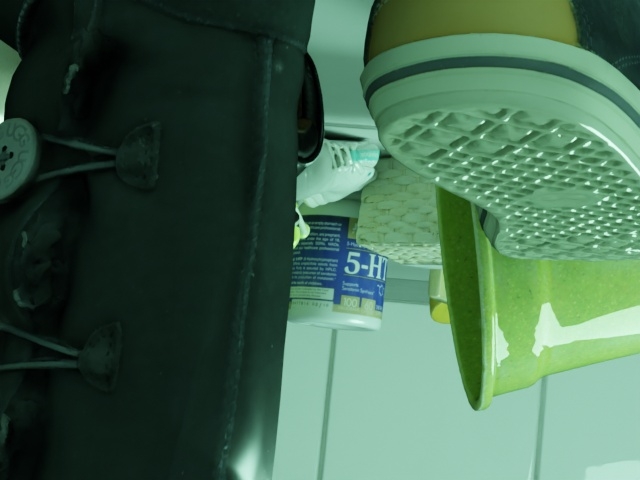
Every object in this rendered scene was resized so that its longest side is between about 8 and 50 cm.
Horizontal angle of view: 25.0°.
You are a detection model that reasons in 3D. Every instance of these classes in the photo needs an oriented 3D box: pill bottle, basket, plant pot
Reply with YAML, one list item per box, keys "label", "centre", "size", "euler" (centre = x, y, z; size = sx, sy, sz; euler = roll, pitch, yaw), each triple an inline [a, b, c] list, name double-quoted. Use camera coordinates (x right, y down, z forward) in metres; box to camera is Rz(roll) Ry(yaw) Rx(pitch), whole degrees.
- label: "pill bottle"
  centre: [0.023, 0.006, 1.652]
  size: [0.112, 0.187, 0.112]
  euler: [6, 174, 1]
- label: "basket"
  centre: [0.132, -0.034, 1.561]
  size: [0.167, 0.113, 0.103]
  euler: [0, 167, 42]
- label: "plant pot"
  centre: [0.244, -0.001, 1.263]
  size: [0.254, 0.276, 0.276]
  euler: [-6, 173, -1]

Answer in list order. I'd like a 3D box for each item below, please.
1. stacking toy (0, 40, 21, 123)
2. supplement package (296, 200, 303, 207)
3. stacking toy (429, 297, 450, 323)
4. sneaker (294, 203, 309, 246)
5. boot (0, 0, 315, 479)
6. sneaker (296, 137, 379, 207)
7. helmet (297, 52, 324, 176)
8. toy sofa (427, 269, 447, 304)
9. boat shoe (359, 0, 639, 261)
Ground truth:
- label: "stacking toy"
  centre: [-0.492, -0.099, 1.123]
  size: [0.480, 0.350, 0.350]
  euler: [24, 176, 9]
- label: "supplement package"
  centre: [-0.020, -0.010, 1.903]
  size: [0.105, 0.105, 0.179]
  euler: [9, 173, -23]
- label: "stacking toy"
  centre: [0.311, 0.006, 1.975]
  size: [0.309, 0.130, 0.279]
  euler: [8, 147, -42]
- label: "sneaker"
  centre: [-0.095, -0.015, 1.579]
  size: [0.147, 0.145, 0.385]
  euler: [36, 179, 4]
- label: "boot"
  centre: [-0.144, 0.008, 0.721]
  size: [0.146, 0.445, 0.367]
  euler: [11, 172, -35]
- label: "sneaker"
  centre: [0.013, -0.082, 1.475]
  size: [0.094, 0.080, 0.212]
  euler: [-10, 175, 8]
- label: "helmet"
  centre: [-0.095, -0.096, 1.085]
  size: [0.161, 0.169, 0.169]
  euler: [-16, 164, 25]
- label: "toy sofa"
  centre: [0.318, 0.016, 1.651]
  size: [0.362, 0.150, 0.177]
  euler: [2, 171, 25]
- label: "boat shoe"
  centre: [0.164, -0.083, 0.914]
  size: [0.187, 0.156, 0.500]
  euler: [-4, 166, 24]
